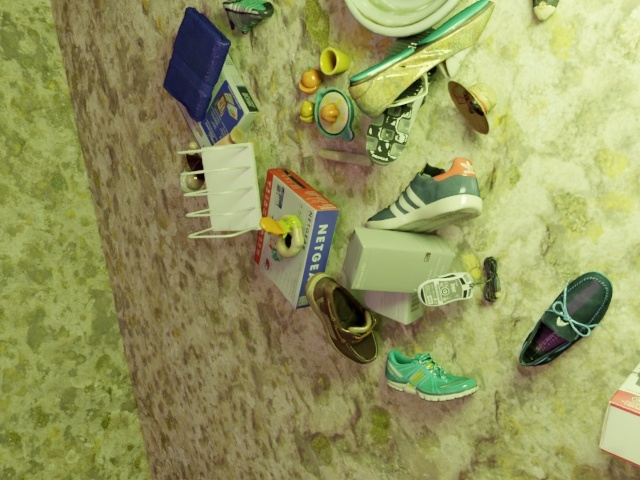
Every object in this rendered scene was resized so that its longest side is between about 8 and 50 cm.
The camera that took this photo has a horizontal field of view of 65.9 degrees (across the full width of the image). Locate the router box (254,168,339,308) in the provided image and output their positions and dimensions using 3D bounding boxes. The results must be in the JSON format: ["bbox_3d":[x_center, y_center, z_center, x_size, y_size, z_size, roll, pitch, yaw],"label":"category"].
[{"bbox_3d":[-0.087,-0.013,1.524,0.301,0.082,0.335,42,129,46],"label":"router box"}]

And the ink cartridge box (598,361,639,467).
[{"bbox_3d":[0.611,0.306,0.845,0.172,0.237,0.100,16,110,42],"label":"ink cartridge box"}]

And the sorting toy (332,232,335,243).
[{"bbox_3d":[0.000,0.000,1.514,0.102,0.042,0.061,-21,86,46],"label":"sorting toy"}]

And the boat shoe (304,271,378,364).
[{"bbox_3d":[0.085,0.230,1.353,0.123,0.123,0.342,12,138,51],"label":"boat shoe"}]

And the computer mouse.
[{"bbox_3d":[0.323,0.105,1.164,0.193,0.042,0.106,-11,101,9],"label":"computer mouse"}]

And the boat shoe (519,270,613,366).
[{"bbox_3d":[0.507,0.180,1.019,0.109,0.089,0.258,38,126,31],"label":"boat shoe"}]

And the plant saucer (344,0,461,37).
[{"bbox_3d":[0.207,-0.652,1.073,0.400,0.100,0.400,13,109,42],"label":"plant saucer"}]

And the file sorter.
[{"bbox_3d":[-0.317,-0.155,1.535,0.192,0.173,0.278,-1,101,24],"label":"file sorter"}]

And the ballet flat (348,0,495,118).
[{"bbox_3d":[0.225,-0.377,1.054,0.348,0.123,0.123,-31,75,2],"label":"ballet flat"}]

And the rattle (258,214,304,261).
[{"bbox_3d":[-0.144,0.005,1.418,0.199,0.142,0.130,-24,90,50],"label":"rattle"}]

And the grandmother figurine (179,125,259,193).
[{"bbox_3d":[-0.377,-0.265,1.711,0.342,0.104,0.208,-29,120,35],"label":"grandmother figurine"}]

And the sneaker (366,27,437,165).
[{"bbox_3d":[0.186,-0.338,1.175,0.122,0.146,0.331,22,95,5],"label":"sneaker"}]

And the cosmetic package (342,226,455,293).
[{"bbox_3d":[0.185,0.051,1.197,0.107,0.238,0.127,-115,31,-56],"label":"cosmetic package"}]

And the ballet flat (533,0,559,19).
[{"bbox_3d":[0.428,-0.509,0.928,0.057,0.049,0.173,19,114,42],"label":"ballet flat"}]

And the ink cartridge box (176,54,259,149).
[{"bbox_3d":[-0.367,-0.471,1.736,0.307,0.072,0.304,-41,74,46],"label":"ink cartridge box"}]

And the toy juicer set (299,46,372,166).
[{"bbox_3d":[0.013,-0.341,1.369,0.209,0.089,0.329,-9,96,46],"label":"toy juicer set"}]

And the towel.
[{"bbox_3d":[-0.412,-0.586,1.656,0.228,0.076,0.308,47,129,18],"label":"towel"}]

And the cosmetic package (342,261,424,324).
[{"bbox_3d":[0.169,0.132,1.353,0.231,0.085,0.117,21,116,43],"label":"cosmetic package"}]

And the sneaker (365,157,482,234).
[{"bbox_3d":[0.241,-0.101,1.201,0.350,0.131,0.148,-17,68,52],"label":"sneaker"}]

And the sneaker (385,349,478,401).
[{"bbox_3d":[0.278,0.353,1.297,0.275,0.107,0.110,0,92,45],"label":"sneaker"}]

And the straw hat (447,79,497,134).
[{"bbox_3d":[0.342,-0.304,1.062,0.061,0.144,0.144,-36,71,3],"label":"straw hat"}]

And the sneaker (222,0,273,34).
[{"bbox_3d":[-0.213,-0.686,1.525,0.223,0.083,0.098,33,144,40],"label":"sneaker"}]
